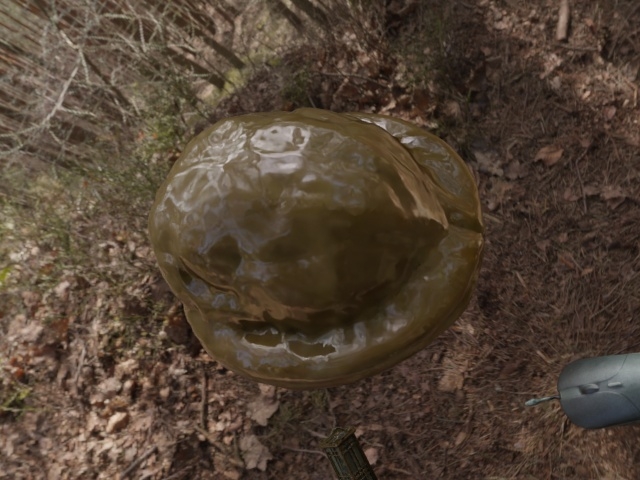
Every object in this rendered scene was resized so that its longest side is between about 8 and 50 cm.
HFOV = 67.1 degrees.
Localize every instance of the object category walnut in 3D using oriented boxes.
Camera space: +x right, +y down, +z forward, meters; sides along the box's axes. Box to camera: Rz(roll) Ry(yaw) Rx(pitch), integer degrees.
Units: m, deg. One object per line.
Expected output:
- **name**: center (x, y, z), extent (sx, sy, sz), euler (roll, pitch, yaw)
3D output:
- **walnut**: center (-0.008, 0.003, 0.607), extent (0.384, 0.384, 0.383), euler (-8, 73, 27)

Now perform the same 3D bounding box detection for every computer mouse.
- **computer mouse**: center (0.628, 0.323, 1.036), extent (0.380, 0.090, 0.167), euler (-20, 48, 30)

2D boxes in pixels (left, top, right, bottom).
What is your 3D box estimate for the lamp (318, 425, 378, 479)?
- **lamp**: center (0.115, 0.695, 1.368), extent (0.090, 0.089, 0.325), euler (-32, 85, 48)
